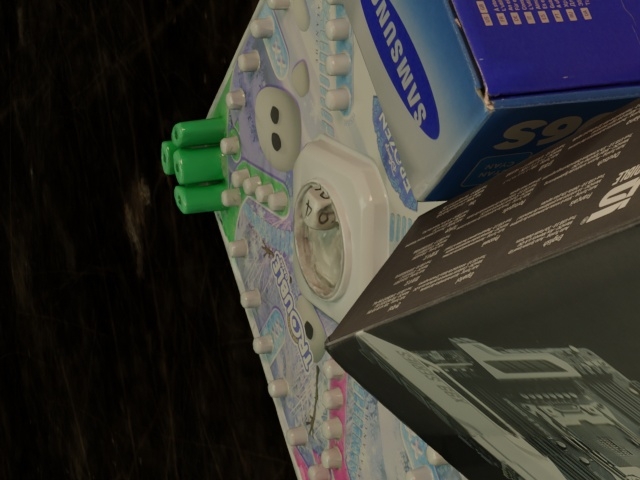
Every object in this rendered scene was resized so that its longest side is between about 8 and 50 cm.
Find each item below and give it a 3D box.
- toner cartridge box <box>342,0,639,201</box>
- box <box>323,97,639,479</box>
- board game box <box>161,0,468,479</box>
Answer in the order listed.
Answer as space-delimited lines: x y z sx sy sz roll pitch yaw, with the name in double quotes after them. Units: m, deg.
0.069 -0.190 0.617 0.075 0.165 0.347 123 134 -57 "toner cartridge box"
0.163 0.060 0.432 0.242 0.076 0.307 42 156 -9 "box"
0.000 0.000 0.965 0.390 0.050 0.390 123 133 -55 "board game box"
